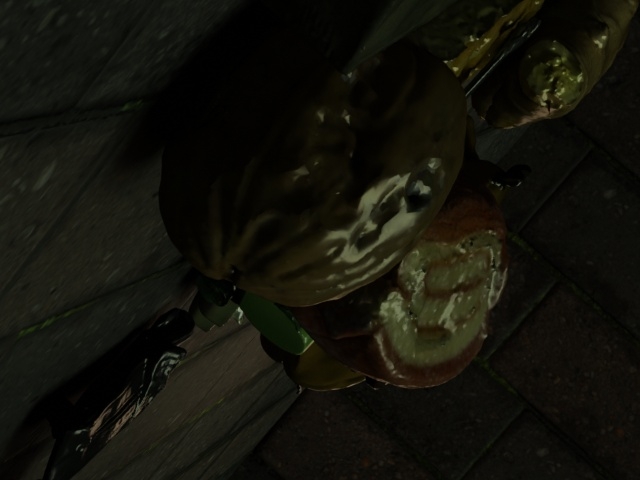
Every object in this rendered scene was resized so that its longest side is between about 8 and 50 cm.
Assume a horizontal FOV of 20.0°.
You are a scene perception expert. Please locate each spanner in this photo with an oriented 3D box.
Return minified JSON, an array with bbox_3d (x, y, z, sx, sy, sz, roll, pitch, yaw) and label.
[{"bbox_3d":[0.147,-0.148,1.965,0.254,0.015,0.054,-47,173,13],"label":"spanner"}]

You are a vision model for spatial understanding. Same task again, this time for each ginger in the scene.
[{"bbox_3d":[0.251,-0.227,2.156,0.236,0.166,0.375,-13,-170,34],"label":"ginger"}]

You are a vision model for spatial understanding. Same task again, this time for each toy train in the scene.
[{"bbox_3d":[0.000,0.000,1.762,0.253,0.157,0.105,-44,172,-29],"label":"toy train"}]

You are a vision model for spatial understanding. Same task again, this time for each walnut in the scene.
[{"bbox_3d":[-0.002,-0.062,1.295,0.245,0.198,0.198,-53,176,-26],"label":"walnut"}]

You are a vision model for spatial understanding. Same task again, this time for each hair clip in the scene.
[{"bbox_3d":[-0.065,0.026,1.876,0.159,0.071,0.218,-54,177,21],"label":"hair clip"}]

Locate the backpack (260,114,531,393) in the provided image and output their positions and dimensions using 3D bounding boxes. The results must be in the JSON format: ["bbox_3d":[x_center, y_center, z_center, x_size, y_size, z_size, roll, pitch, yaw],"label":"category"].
[{"bbox_3d":[0.079,0.017,2.167,0.378,0.201,0.353,-48,178,22],"label":"backpack"}]

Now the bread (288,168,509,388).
[{"bbox_3d":[0.070,0.036,1.651,0.244,0.123,0.190,-15,118,-50],"label":"bread"}]

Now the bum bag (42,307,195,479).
[{"bbox_3d":[-0.208,0.157,1.766,0.123,0.060,0.248,-52,174,34],"label":"bum bag"}]

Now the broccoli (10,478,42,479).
[{"bbox_3d":[-0.244,0.394,1.775,0.324,0.334,0.272,-28,159,-39],"label":"broccoli"}]

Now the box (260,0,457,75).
[{"bbox_3d":[0.042,-0.211,0.922,0.155,0.149,0.231,-54,170,35],"label":"box"}]

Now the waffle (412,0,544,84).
[{"bbox_3d":[0.156,-0.217,1.935,0.274,0.057,0.168,-43,172,-35],"label":"waffle"}]
